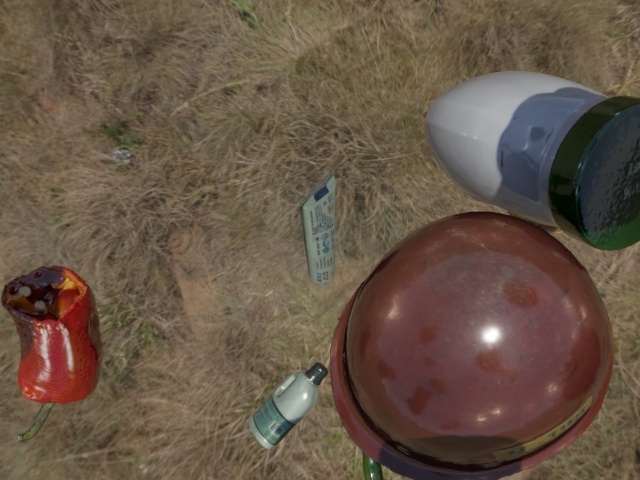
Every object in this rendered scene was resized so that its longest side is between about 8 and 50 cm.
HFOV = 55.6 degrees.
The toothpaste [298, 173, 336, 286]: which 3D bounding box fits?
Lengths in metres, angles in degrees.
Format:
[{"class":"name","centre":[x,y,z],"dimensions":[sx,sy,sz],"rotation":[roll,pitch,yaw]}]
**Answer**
[{"class":"toothpaste","centre":[-0.001,0.000,0.995],"dimensions":[0.069,0.268,0.047],"rotation":[-17,56,-10]}]

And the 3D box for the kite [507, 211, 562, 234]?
[{"class":"kite","centre":[0.514,-0.120,1.198],"dimensions":[0.378,0.013,0.327],"rotation":[-6,142,-23]}]

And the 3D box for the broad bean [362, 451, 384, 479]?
[{"class":"broad bean","centre":[0.138,0.547,1.415],"dimensions":[0.050,0.144,0.291],"rotation":[-15,66,18]}]

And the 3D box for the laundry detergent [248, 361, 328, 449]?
[{"class":"laundry detergent","centre":[-0.068,0.370,1.401],"dimensions":[0.070,0.099,0.225],"rotation":[34,100,-38]}]

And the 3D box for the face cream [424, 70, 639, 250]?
[{"class":"face cream","centre":[0.344,-0.142,0.951],"dimensions":[0.313,0.357,0.219],"rotation":[14,103,-29]}]

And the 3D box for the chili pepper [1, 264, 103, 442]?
[{"class":"chili pepper","centre":[-0.426,0.201,1.000],"dimensions":[0.135,0.131,0.338],"rotation":[17,126,7]}]

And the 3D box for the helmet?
[{"class":"helmet","centre":[0.171,0.110,0.726],"dimensions":[0.385,0.230,0.337],"rotation":[-29,67,1]}]
